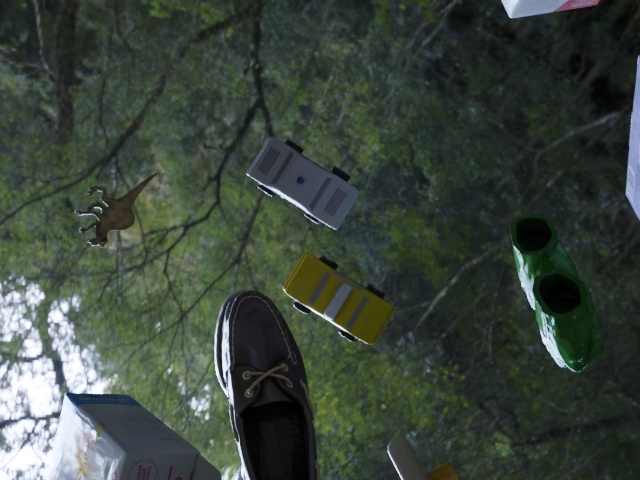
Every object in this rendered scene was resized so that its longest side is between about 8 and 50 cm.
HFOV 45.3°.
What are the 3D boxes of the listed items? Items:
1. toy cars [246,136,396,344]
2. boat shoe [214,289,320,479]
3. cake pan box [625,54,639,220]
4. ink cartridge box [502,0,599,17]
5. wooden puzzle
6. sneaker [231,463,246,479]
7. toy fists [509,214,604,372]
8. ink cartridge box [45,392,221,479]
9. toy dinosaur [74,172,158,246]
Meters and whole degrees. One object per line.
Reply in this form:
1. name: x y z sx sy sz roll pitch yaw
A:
1. toy cars: 0.000 0.000 1.283 0.177 0.087 0.393 -18 -91 2
2. boat shoe: -0.064 0.212 0.975 0.117 0.096 0.324 -6 -105 -15
3. cake pan box: 0.529 -0.119 1.150 0.070 0.266 0.245 -2 -151 9
4. ink cartridge box: 0.265 -0.319 0.770 0.116 0.198 0.067 -12 -109 -15
5. wooden puzzle: 0.252 0.511 1.261 0.081 0.347 0.322 -30 -138 0
6. sneaker: -0.043 0.468 1.204 0.111 0.129 0.297 7 -145 -51
7. toy fists: 0.376 0.083 1.219 0.096 0.142 0.279 -15 -144 7
8. ink cartridge box: -0.153 0.195 0.596 0.062 0.104 0.181 12 -179 -37
9. toy dinosaur: -0.357 -0.054 1.320 0.093 0.053 0.183 23 -126 9
